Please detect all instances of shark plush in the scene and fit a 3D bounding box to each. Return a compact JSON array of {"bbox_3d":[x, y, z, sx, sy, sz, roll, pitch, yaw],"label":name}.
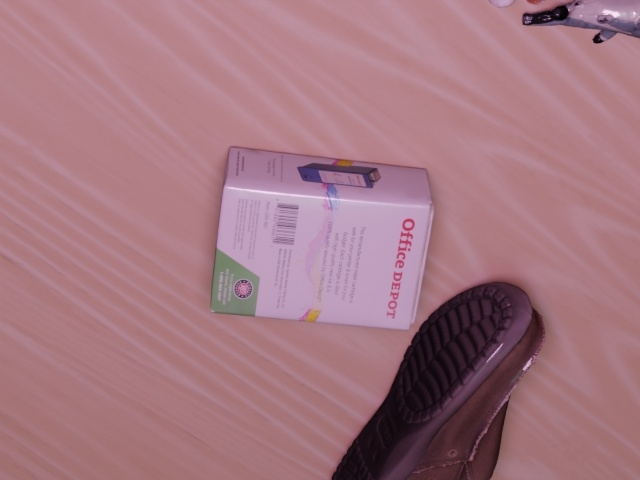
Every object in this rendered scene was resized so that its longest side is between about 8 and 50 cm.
[{"bbox_3d":[0.281,-0.209,1.545,0.161,0.073,0.067,-10,149,-1],"label":"shark plush"}]

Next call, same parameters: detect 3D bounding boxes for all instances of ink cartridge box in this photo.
[{"bbox_3d":[0.000,0.000,1.628,0.213,0.093,0.154,6,119,-3],"label":"ink cartridge box"}]

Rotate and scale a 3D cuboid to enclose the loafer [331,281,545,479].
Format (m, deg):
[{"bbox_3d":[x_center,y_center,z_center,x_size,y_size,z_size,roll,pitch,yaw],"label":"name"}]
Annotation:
[{"bbox_3d":[0.142,0.196,1.732,0.130,0.133,0.366,21,122,-24],"label":"loafer"}]

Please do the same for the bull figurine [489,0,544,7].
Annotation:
[{"bbox_3d":[0.286,-0.297,1.467,0.311,0.101,0.188,6,115,-6],"label":"bull figurine"}]
